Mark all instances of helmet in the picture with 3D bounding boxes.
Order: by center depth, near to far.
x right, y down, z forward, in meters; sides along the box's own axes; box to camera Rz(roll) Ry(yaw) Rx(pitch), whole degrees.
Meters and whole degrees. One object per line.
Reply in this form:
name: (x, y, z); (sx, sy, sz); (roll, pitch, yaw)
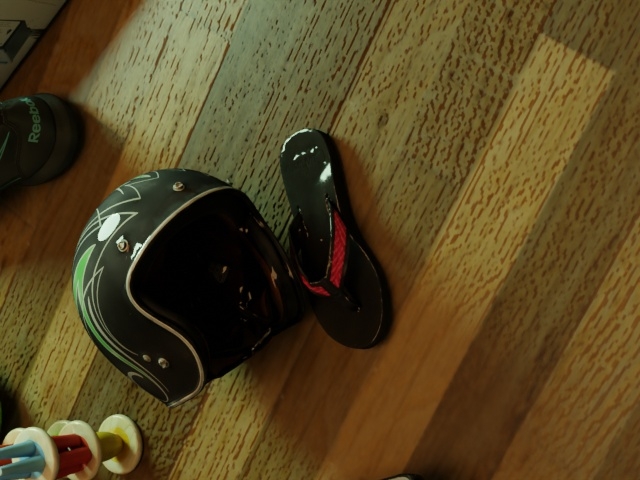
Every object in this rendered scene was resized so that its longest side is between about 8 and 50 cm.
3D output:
helmet: (-0.110, 0.029, 0.960); (0.169, 0.169, 0.162); (-35, 89, 30)

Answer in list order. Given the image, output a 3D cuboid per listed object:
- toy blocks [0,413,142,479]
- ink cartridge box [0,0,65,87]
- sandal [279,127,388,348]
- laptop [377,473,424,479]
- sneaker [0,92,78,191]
toy blocks: (-0.244, 0.184, 1.065); (0.123, 0.148, 0.054); (-11, 83, 34)
ink cartridge box: (-0.318, -0.236, 1.158); (0.191, 0.082, 0.140); (-46, 65, 27)
sandal: (0.000, 0.000, 0.958); (0.067, 0.040, 0.179); (-26, 75, 32)
laptop: (-0.131, 0.381, 0.873); (0.408, 0.236, 0.382); (-25, 61, 41)
sneaker: (-0.344, -0.063, 1.163); (0.267, 0.106, 0.101); (-32, 74, 32)
